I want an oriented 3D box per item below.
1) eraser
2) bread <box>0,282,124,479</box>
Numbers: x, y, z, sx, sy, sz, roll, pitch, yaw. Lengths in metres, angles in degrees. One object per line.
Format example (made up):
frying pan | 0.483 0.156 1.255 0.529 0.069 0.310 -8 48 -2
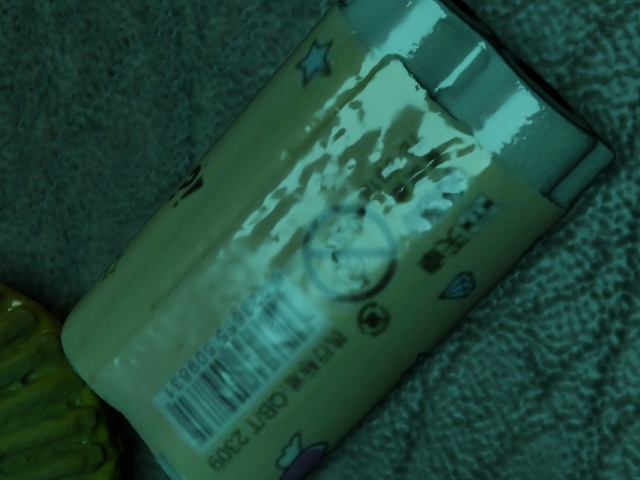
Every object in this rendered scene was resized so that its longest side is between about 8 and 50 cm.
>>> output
eraser | 0.000 0.000 0.829 0.171 0.087 0.290 45 107 9
bread | -0.237 0.132 0.891 0.240 0.139 0.240 0 92 17
